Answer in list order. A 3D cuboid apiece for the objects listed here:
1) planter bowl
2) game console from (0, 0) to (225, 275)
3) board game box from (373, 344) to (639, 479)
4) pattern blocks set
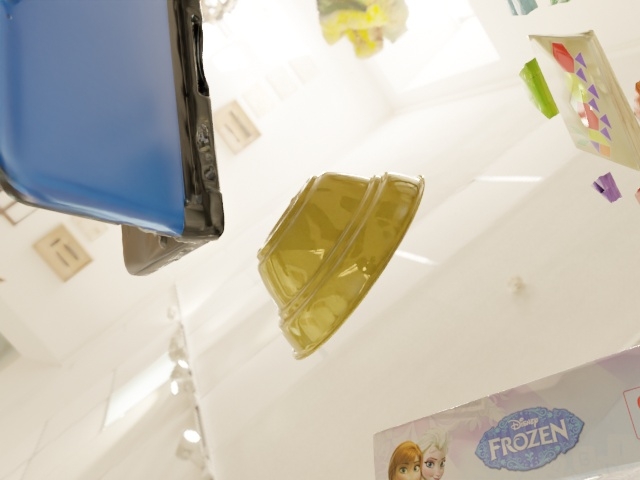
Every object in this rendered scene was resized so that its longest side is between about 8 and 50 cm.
[{"bbox_3d":[0.000,0.000,0.589,0.217,0.090,0.217,-53,-172,10],"label":"planter bowl"},{"bbox_3d":[-0.181,-0.133,0.461,0.173,0.293,0.250,1,165,-36],"label":"game console"},{"bbox_3d":[0.259,0.159,0.414,0.319,0.318,0.066,-34,-138,37],"label":"board game box"},{"bbox_3d":[0.317,-0.165,0.709,0.026,0.325,0.285,-33,-150,4],"label":"pattern blocks set"}]
